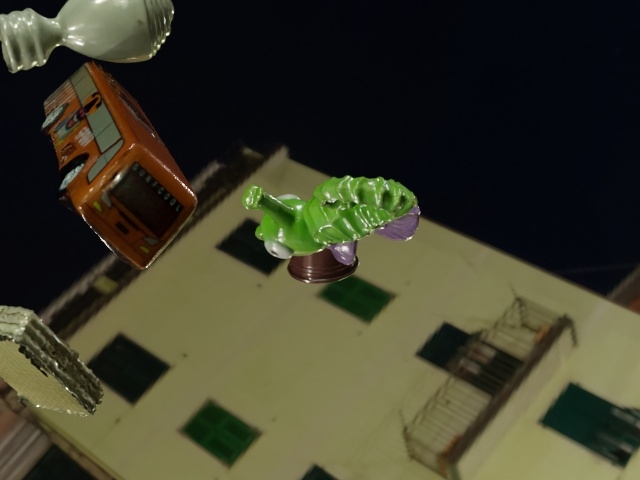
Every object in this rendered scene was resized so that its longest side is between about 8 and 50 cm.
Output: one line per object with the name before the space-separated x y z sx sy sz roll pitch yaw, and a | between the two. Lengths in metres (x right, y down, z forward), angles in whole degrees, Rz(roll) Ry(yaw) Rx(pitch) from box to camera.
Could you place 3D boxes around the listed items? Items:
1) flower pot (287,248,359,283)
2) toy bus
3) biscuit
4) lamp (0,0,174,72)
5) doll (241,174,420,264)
flower pot | 0.000 0.000 1.577 0.111 0.111 0.089 -28 -57 -38
toy bus | -0.205 -0.086 1.024 0.092 0.409 0.093 -44 -64 1
biscuit | -0.339 0.110 1.045 0.147 0.250 0.046 58 -136 -45
lamp | -0.254 -0.237 1.167 0.193 0.106 0.106 -16 -53 -17
doll | 0.006 -0.018 0.773 0.115 0.190 0.050 11 -104 -29
